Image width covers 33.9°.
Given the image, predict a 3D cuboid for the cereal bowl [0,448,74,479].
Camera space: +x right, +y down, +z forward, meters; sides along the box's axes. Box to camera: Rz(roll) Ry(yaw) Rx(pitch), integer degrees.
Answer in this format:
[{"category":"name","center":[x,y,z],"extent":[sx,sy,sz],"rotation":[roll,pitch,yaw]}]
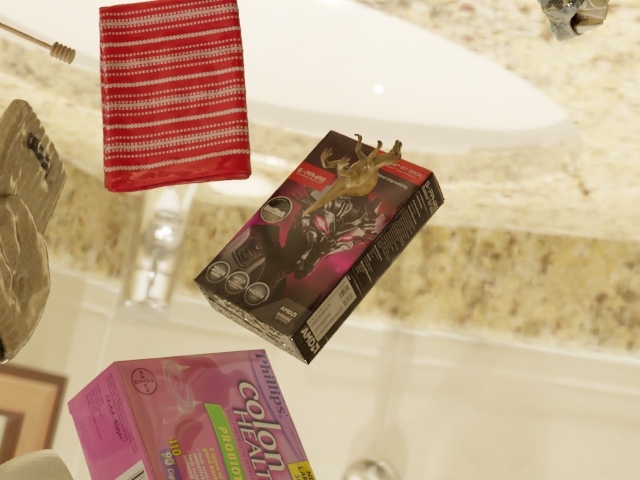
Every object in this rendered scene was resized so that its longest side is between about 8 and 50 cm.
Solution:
[{"category":"cereal bowl","center":[-0.398,0.460,1.411],"extent":[0.141,0.339,0.339],"rotation":[-11,-179,-28]}]

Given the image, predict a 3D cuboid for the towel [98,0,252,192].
[{"category":"towel","center":[-0.198,-0.200,1.404],"extent":[0.199,0.274,0.031],"rotation":[-6,166,1]}]

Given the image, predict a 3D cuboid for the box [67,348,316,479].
[{"category":"box","center":[-0.150,0.258,1.278],"extent":[0.243,0.213,0.117],"rotation":[3,147,-47]}]

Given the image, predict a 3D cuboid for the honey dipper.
[{"category":"honey dipper","center":[-0.510,-0.354,1.851],"extent":[0.161,0.030,0.030],"rotation":[23,169,4]}]

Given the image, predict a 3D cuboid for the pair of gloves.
[{"category":"pair of gloves","center":[-0.215,-0.040,0.575],"extent":[0.042,0.204,0.240],"rotation":[-9,142,10]}]

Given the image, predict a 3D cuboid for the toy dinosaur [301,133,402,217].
[{"category":"toy dinosaur","center":[0.041,-0.092,1.502],"extent":[0.092,0.183,0.053],"rotation":[54,-176,-43]}]

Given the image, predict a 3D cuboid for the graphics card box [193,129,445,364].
[{"category":"graphics card box","center":[0.000,0.000,1.710],"extent":[0.233,0.371,0.094],"rotation":[28,158,36]}]

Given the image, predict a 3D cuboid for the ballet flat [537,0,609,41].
[{"category":"ballet flat","center":[0.265,-0.242,1.082],"extent":[0.070,0.070,0.188],"rotation":[7,-175,21]}]
